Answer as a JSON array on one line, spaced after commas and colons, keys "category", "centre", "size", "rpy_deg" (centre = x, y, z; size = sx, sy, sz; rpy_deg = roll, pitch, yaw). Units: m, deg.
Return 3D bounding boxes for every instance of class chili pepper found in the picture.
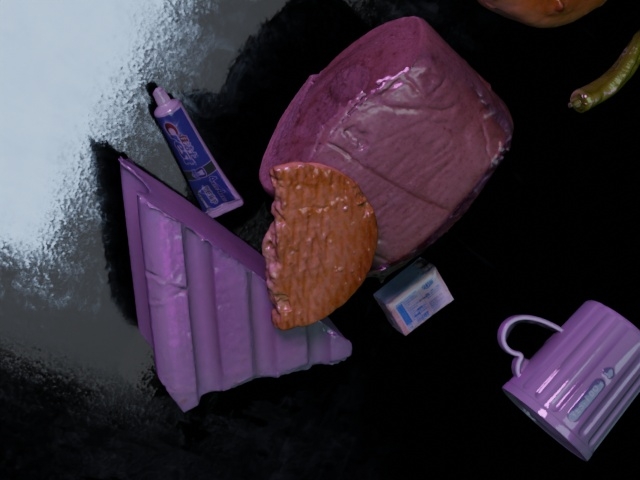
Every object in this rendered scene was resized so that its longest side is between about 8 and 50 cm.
[{"category": "chili pepper", "centre": [0.438, -0.254, 1.693], "size": [0.049, 0.043, 0.208], "rpy_deg": [44, 82, -5]}]

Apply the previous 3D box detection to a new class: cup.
[{"category": "cup", "centre": [0.389, 0.195, 1.764], "size": [0.202, 0.167, 0.221], "rpy_deg": [-48, 122, -4]}]

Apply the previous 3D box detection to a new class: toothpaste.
[{"category": "toothpaste", "centre": [-0.163, -0.112, 1.481], "size": [0.057, 0.035, 0.197], "rpy_deg": [-24, 120, 7]}]

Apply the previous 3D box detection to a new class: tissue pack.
[{"category": "tissue pack", "centre": [0.133, 0.082, 1.668], "size": [0.094, 0.059, 0.074], "rpy_deg": [-36, 117, -9]}]

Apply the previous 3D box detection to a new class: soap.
[{"category": "soap", "centre": [-0.107, 0.030, 1.478], "size": [0.257, 0.159, 0.302], "rpy_deg": [-11, 118, -16]}]

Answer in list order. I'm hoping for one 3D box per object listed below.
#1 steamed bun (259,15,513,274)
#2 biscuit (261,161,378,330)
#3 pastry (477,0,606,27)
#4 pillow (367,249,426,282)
[{"category": "steamed bun", "centre": [0.075, -0.129, 1.486], "size": [0.301, 0.199, 0.251], "rpy_deg": [-43, 125, 14]}, {"category": "biscuit", "centre": [0.000, -0.001, 1.400], "size": [0.144, 0.033, 0.224], "rpy_deg": [-12, 121, -17]}, {"category": "pastry", "centre": [0.260, -0.432, 1.462], "size": [0.284, 0.184, 0.316], "rpy_deg": [-33, 118, -17]}, {"category": "pillow", "centre": [0.042, 0.008, 1.605], "size": [0.241, 0.051, 0.093], "rpy_deg": [11, 104, -29]}]
